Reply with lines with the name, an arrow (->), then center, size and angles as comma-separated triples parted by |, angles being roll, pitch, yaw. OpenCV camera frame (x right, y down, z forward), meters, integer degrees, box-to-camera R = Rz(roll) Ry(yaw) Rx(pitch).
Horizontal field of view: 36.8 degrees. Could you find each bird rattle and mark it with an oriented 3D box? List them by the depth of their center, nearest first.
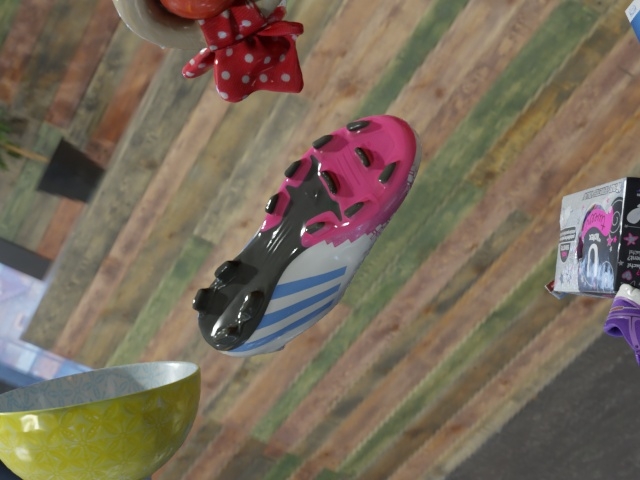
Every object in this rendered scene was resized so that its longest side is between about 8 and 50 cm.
bird rattle -> -0.083, -0.229, 0.824 | 0.253, 0.207, 0.143 | -43, 57, 46

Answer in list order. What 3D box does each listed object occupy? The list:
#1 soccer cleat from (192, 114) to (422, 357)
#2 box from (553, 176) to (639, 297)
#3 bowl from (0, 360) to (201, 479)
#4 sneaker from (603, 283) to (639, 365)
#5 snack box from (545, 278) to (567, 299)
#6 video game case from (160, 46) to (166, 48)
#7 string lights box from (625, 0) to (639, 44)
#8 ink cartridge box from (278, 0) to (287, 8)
soccer cleat -> 0.000, 0.000, 1.039 | 0.331, 0.143, 0.116 | -46, 58, 20
box -> 0.407, 0.009, 1.211 | 0.247, 0.163, 0.142 | 130, 147, -86
bowl -> -0.292, 0.266, 1.276 | 0.289, 0.290, 0.156 | 176, 85, -72
sneaker -> 0.358, 0.106, 0.977 | 0.071, 0.068, 0.170 | -61, 30, 4
snack box -> 0.533, 0.050, 1.916 | 0.178, 0.064, 0.022 | -40, 58, 14
video game case -> -0.255, -0.353, 1.297 | 0.023, 0.193, 0.212 | -47, 14, -13
string lights box -> 0.588, -0.295, 1.524 | 0.076, 0.133, 0.259 | -55, 26, 40
ink cartridge box -> -0.103, -0.381, 1.433 | 0.143, 0.092, 0.089 | -174, 72, -85
